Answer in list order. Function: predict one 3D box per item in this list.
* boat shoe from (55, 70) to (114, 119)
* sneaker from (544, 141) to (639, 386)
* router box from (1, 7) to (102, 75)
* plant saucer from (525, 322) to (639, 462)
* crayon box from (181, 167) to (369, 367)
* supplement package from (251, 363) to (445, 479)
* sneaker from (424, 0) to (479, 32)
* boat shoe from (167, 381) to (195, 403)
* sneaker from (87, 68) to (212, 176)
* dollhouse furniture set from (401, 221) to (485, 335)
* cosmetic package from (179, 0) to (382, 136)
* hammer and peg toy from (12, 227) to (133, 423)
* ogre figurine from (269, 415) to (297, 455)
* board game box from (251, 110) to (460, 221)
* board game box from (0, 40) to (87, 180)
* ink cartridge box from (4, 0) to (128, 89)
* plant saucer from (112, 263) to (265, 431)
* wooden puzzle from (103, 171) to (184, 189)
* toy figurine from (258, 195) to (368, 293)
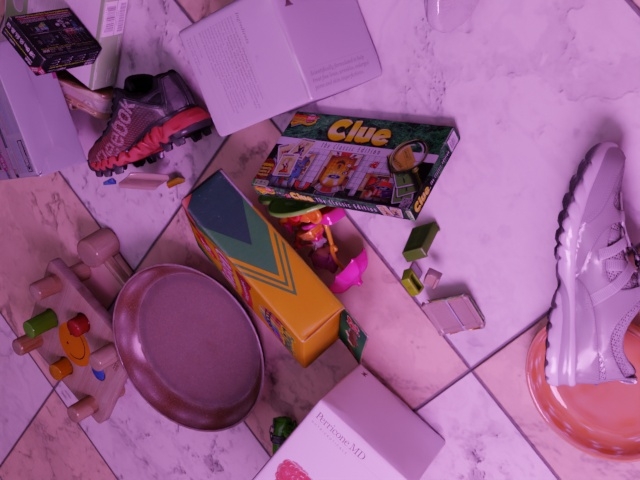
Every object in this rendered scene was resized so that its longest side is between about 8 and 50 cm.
[{"bbox_3d":[-0.419,-0.249,1.589,0.170,0.063,0.059,26,119,29],"label":"boat shoe"},{"bbox_3d":[0.322,0.030,1.051,0.115,0.105,0.281,6,102,11],"label":"sneaker"},{"bbox_3d":[-0.414,-0.309,1.441,0.092,0.122,0.038,51,128,9],"label":"router box"},{"bbox_3d":[0.348,0.175,1.140,0.200,0.037,0.200,20,122,34],"label":"plant saucer"},{"bbox_3d":[-0.065,0.065,1.352,0.318,0.081,0.202,47,167,14],"label":"crayon box"},{"bbox_3d":[0.010,0.358,1.355,0.177,0.175,0.293,41,111,10],"label":"supplement package"},{"bbox_3d":[0.137,-0.348,1.060,0.094,0.080,0.212,25,118,45],"label":"sneaker"},{"bbox_3d":[-0.260,0.259,1.705,0.133,0.049,0.042,44,127,14],"label":"boat shoe"},{"bbox_3d":[-0.290,-0.188,1.482,0.276,0.097,0.135,-19,97,42],"label":"sneaker"},{"bbox_3d":[0.163,0.054,1.254,0.076,0.059,0.152,-18,117,37],"label":"dollhouse furniture set"},{"bbox_3d":[-0.052,-0.243,1.209,0.183,0.151,0.152,-13,101,45],"label":"cosmetic package"},{"bbox_3d":[-0.441,0.167,1.761,0.266,0.127,0.361,46,133,15],"label":"hammer and peg toy"},{"bbox_3d":[-0.012,0.378,1.517,0.197,0.097,0.118,18,104,17],"label":"ogre figurine"},{"bbox_3d":[0.041,-0.102,1.215,0.259,0.136,0.030,11,148,37],"label":"board game box"},{"bbox_3d":[-0.536,-0.223,1.631,0.303,0.097,0.224,3,113,56],"label":"board game box"},{"bbox_3d":[-0.423,-0.379,1.536,0.235,0.056,0.171,37,130,23],"label":"ink cartridge box"},{"bbox_3d":[-0.219,0.179,1.597,0.310,0.050,0.311,10,112,26],"label":"plant saucer"},{"bbox_3d":[-0.289,-0.099,1.525,0.078,0.116,0.014,-21,69,55],"label":"wooden puzzle"},{"bbox_3d":[0.000,0.000,1.319,0.173,0.130,0.159,7,124,51],"label":"toy figurine"}]
